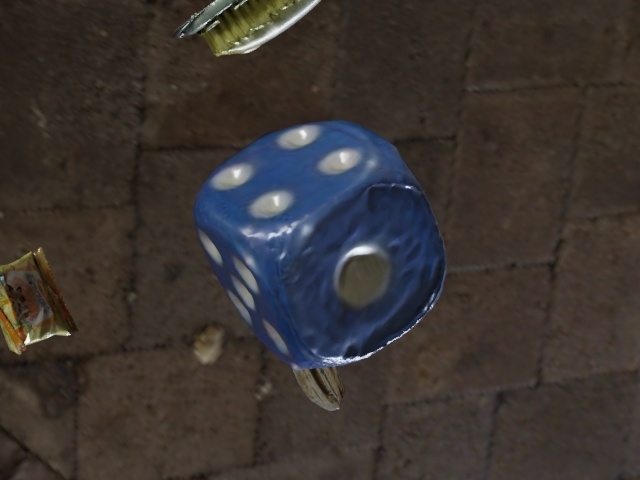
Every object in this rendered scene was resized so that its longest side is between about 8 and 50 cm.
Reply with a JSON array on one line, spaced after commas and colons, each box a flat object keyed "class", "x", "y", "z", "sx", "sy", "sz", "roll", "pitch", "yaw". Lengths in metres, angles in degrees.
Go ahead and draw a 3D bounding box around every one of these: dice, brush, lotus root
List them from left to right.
[{"class": "lotus root", "x": -0.007, "y": 0.114, "z": 1.465, "sx": 0.030, "sy": 0.037, "sz": 0.083, "roll": -13, "pitch": 120, "yaw": 19}, {"class": "dice", "x": 0.000, "y": 0.000, "z": 1.224, "sx": 0.146, "sy": 0.146, "sz": 0.143, "roll": -32, "pitch": 121, "yaw": -16}, {"class": "brush", "x": 0.007, "y": -0.244, "z": 1.373, "sx": 0.297, "sy": 0.068, "sz": 0.060, "roll": -38, "pitch": 98, "yaw": 6}]

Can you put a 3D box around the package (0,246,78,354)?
[{"class": "package", "x": -0.328, "y": 0.067, "z": 1.831, "sx": 0.120, "sy": 0.031, "sz": 0.108, "roll": -22, "pitch": 88, "yaw": -64}]
